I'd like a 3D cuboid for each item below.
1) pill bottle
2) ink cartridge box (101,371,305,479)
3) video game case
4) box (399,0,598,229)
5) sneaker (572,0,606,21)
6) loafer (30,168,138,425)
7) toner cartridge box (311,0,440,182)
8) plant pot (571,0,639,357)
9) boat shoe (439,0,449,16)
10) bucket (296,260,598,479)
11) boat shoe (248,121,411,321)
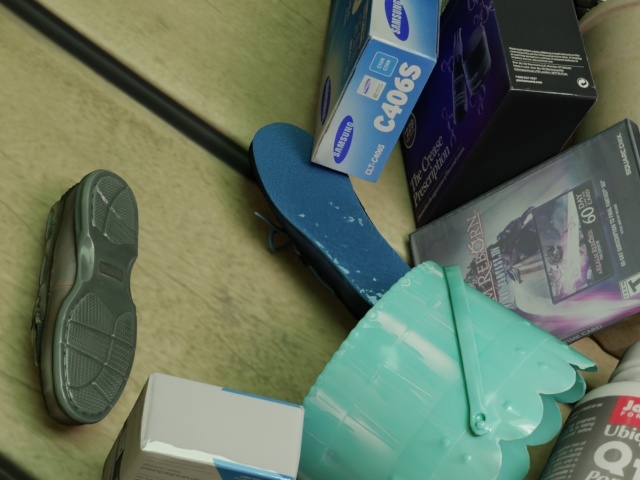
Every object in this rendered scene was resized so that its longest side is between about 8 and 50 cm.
[{"bbox_3d":[0.296,0.247,1.864,0.176,0.176,0.318,31,52,1],"label":"pill bottle"},{"bbox_3d":[-0.110,0.203,1.725,0.140,0.190,0.082,14,55,-12],"label":"ink cartridge box"},{"bbox_3d":[0.215,0.021,1.946,0.026,0.274,0.196,30,42,-45],"label":"video game case"},{"bbox_3d":[0.174,-0.147,2.033,0.103,0.261,0.184,6,55,-18],"label":"box"},{"bbox_3d":[0.309,-0.282,2.284,0.283,0.107,0.124,33,46,2],"label":"sneaker"},{"bbox_3d":[-0.229,0.061,1.861,0.096,0.084,0.267,34,48,-38],"label":"loafer"},{"bbox_3d":[0.063,-0.230,2.053,0.075,0.165,0.348,18,36,-9],"label":"toner cartridge box"},{"bbox_3d":[0.384,-0.043,2.040,0.334,0.334,0.305,21,64,-7],"label":"plant pot"},{"bbox_3d":[0.130,-0.263,2.217,0.073,0.080,0.223,22,57,-13],"label":"boat shoe"},{"bbox_3d":[0.104,0.164,1.795,0.183,0.281,0.281,37,52,12],"label":"bucket"},{"bbox_3d":[0.000,0.000,1.978,0.109,0.089,0.258,-21,66,-22],"label":"boat shoe"}]
